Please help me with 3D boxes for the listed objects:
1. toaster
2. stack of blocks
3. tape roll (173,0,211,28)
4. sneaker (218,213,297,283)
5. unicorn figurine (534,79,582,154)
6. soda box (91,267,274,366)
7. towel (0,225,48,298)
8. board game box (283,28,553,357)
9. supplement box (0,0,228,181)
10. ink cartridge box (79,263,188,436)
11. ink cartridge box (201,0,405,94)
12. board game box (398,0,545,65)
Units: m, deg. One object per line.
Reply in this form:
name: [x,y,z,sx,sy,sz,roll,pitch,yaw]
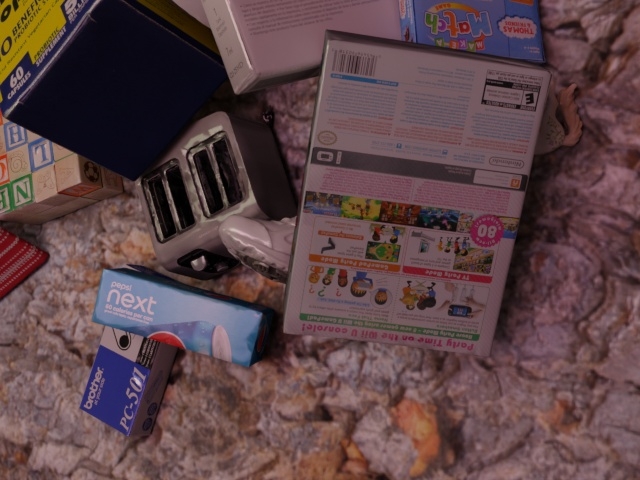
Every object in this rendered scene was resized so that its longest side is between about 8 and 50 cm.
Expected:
toaster: [-0.127,-0.062,1.246,0.168,0.110,0.185,-25,73,24]
stack of blocks: [-0.435,-0.112,1.438,0.297,0.087,0.171,-17,76,27]
tape roll: [-0.143,-0.362,1.191,0.100,0.286,0.286,-46,65,18]
sneaker: [0.000,0.000,1.153,0.232,0.090,0.115,18,75,-9]
unicorn figurine: [0.207,-0.110,1.088,0.162,0.060,0.111,-16,87,21]
soda box: [-0.170,0.093,1.239,0.210,0.067,0.071,15,93,10]
towel: [-0.554,0.009,1.402,0.199,0.275,0.031,-36,42,23]
board game box: [0.090,-0.045,1.023,0.224,0.097,0.303,8,107,-6]
supplement box: [-0.290,-0.279,1.251,0.194,0.195,0.356,-46,45,17]
ink cartridge box: [-0.243,0.145,1.325,0.097,0.046,0.207,21,95,30]
ink cartridge box: [0.003,-0.316,1.080,0.066,0.296,0.261,-24,84,61]
board game box: [0.159,-0.294,1.089,0.039,0.160,0.211,153,114,-65]
